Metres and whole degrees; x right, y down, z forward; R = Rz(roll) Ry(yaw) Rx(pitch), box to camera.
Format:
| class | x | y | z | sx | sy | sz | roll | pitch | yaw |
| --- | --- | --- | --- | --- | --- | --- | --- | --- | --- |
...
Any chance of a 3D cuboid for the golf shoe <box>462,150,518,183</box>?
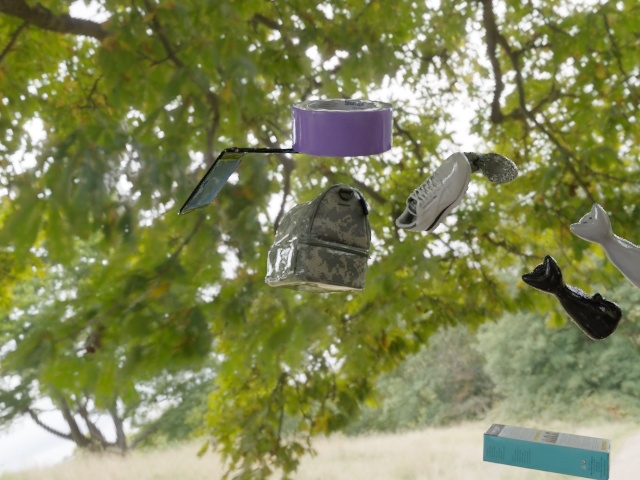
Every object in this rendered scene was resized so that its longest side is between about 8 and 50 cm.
| class | x | y | z | sx | sy | sz | roll | pitch | yaw |
| --- | --- | --- | --- | --- | --- | --- | --- | --- | --- |
| golf shoe | 0.409 | -0.178 | 1.533 | 0.085 | 0.069 | 0.176 | -5 | 21 | -31 |

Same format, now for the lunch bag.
| class | x | y | z | sx | sy | sz | roll | pitch | yaw |
| --- | --- | --- | --- | --- | --- | --- | --- | --- | --- |
| lunch bag | 0.000 | 0.000 | 1.715 | 0.212 | 0.256 | 0.305 | 10 | -11 | -21 |

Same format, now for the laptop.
| class | x | y | z | sx | sy | sz | roll | pitch | yaw |
| --- | --- | --- | --- | --- | --- | --- | --- | --- | --- |
| laptop | -0.137 | -0.125 | 1.359 | 0.264 | 0.137 | 0.234 | 1 | 8 | 5 |

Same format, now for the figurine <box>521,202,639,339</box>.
| class | x | y | z | sx | sy | sz | roll | pitch | yaw |
| --- | --- | --- | --- | --- | --- | --- | --- | --- | --- |
| figurine | 0.529 | 0.056 | 1.267 | 0.215 | 0.209 | 0.092 | -51 | 16 | 12 |

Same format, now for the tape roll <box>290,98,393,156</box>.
| class | x | y | z | sx | sy | sz | roll | pitch | yaw |
| --- | --- | --- | --- | --- | --- | --- | --- | --- | --- |
| tape roll | 0.039 | -0.212 | 1.208 | 0.188 | 0.080 | 0.189 | -1 | 19 | 0 |

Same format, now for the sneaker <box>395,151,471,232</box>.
| class | x | y | z | sx | sy | sz | roll | pitch | yaw |
| --- | --- | --- | --- | --- | --- | --- | --- | --- | --- |
| sneaker | 0.263 | -0.107 | 1.514 | 0.094 | 0.090 | 0.235 | 3 | -48 | -28 |

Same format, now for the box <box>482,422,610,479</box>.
| class | x | y | z | sx | sy | sz | roll | pitch | yaw |
| --- | --- | --- | --- | --- | --- | --- | --- | --- | --- |
| box | 0.470 | 0.437 | 1.357 | 0.244 | 0.060 | 0.100 | 1 | 0 | 26 |
